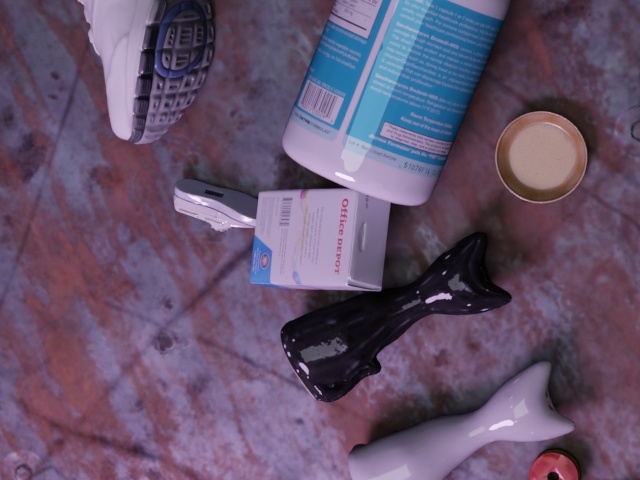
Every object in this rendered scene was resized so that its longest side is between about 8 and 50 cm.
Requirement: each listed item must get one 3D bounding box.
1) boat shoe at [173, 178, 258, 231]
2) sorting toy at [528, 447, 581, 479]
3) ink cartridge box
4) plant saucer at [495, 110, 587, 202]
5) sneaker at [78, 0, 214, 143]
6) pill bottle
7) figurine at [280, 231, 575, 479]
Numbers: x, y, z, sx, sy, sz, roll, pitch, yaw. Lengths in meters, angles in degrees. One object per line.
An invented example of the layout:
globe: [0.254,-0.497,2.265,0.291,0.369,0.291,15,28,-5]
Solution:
boat shoe: [-0.093,-0.027,1.709,0.100,0.035,0.035,17,126,8]
sorting toy: [0.162,0.325,1.667,0.132,0.046,0.274,6,97,14]
ink cartridge box: [0.000,0.000,1.642,0.122,0.052,0.088,0,81,43]
plant saucer: [0.201,-0.076,1.638,0.083,0.015,0.083,1,95,14]
sneaker: [-0.176,-0.239,1.687,0.129,0.111,0.297,2,92,29]
pill bottle: [0.076,-0.174,1.593,0.146,0.146,0.264,25,100,11]
figurine: [0.103,0.126,1.648,0.209,0.092,0.215,-28,89,10]
